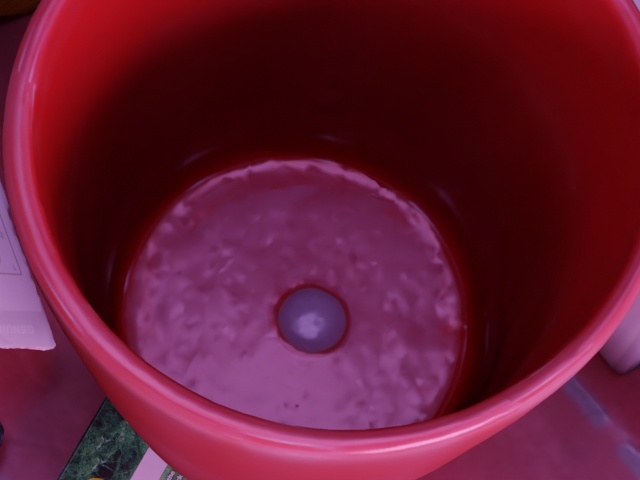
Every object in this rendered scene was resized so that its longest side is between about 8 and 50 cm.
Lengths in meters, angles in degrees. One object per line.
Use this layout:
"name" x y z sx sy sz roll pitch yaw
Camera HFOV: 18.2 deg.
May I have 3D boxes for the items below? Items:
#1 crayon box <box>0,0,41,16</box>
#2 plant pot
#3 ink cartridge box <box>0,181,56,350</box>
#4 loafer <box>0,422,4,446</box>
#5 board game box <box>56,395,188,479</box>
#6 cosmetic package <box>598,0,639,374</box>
"crayon box" -0.124 -0.208 0.957 0.165 0.278 0.081 -14 74 -57
"plant pot" 0.000 0.000 0.899 0.274 0.243 0.275 2 67 -5
"ink cartridge box" -0.243 -0.043 0.965 0.189 0.066 0.232 4 62 -51
"loafer" -0.228 0.054 0.980 0.170 0.061 0.062 34 68 7
"board game box" -0.040 0.095 1.003 0.136 0.030 0.260 29 68 3
"cosmetic package" 0.123 -0.186 1.061 0.230 0.161 0.453 -31 74 -17
